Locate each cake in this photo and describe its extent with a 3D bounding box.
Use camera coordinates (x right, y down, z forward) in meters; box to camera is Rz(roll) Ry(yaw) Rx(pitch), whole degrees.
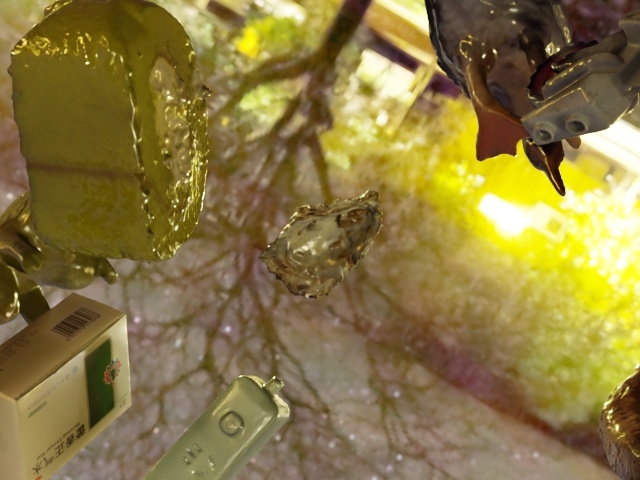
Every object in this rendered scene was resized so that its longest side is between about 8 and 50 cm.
[{"bbox_3d":[-0.204,-0.115,1.113,0.156,0.260,0.179,4,-156,12],"label":"cake"}]

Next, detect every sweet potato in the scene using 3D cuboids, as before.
[{"bbox_3d":[0.427,0.251,1.488,0.092,0.114,0.341,65,-159,-14],"label":"sweet potato"}]

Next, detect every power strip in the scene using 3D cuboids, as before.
[{"bbox_3d":[-0.188,0.335,1.569,0.091,0.385,0.062,43,-177,17],"label":"power strip"}]

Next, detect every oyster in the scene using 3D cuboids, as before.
[{"bbox_3d":[0.007,-0.004,1.419,0.105,0.177,0.056,39,-160,-4],"label":"oyster"}]

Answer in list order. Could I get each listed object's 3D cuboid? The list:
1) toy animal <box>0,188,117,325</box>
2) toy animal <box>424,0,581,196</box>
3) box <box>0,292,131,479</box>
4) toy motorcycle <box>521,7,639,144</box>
[{"bbox_3d":[-0.460,0.060,1.606,0.180,0.363,0.181,28,143,25],"label":"toy animal"},{"bbox_3d":[0.160,-0.162,0.968,0.298,0.122,0.185,55,-156,-30],"label":"toy animal"},{"bbox_3d":[-0.345,0.195,1.430,0.095,0.168,0.212,21,-143,22],"label":"box"},{"bbox_3d":[0.228,-0.101,0.722,0.215,0.122,0.080,-12,131,39],"label":"toy motorcycle"}]
